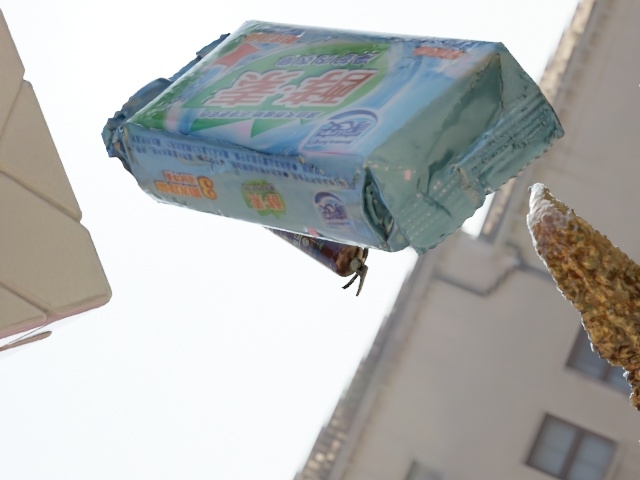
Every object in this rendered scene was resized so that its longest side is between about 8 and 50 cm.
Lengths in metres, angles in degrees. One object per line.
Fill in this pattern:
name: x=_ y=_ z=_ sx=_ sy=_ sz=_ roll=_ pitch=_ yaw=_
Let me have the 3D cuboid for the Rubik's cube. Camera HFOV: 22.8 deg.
Rubik's cube: x=-0.446 y=-0.009 z=1.494 sx=0.318 sy=0.316 sz=0.322 roll=-19 pitch=-96 yaw=-47

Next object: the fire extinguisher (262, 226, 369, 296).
fire extinguisher: x=0.000 y=0.000 z=1.728 sx=0.043 sy=0.158 sz=0.064 roll=26 pitch=-86 yaw=-54

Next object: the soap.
soap: x=-0.005 y=-0.074 z=1.026 sx=0.156 sy=0.293 sz=0.077 roll=-44 pitch=-52 yaw=-33

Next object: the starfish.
starfish: x=0.346 y=0.096 z=1.520 sx=0.384 sy=0.398 sz=0.132 roll=-33 pitch=2 yaw=-18
